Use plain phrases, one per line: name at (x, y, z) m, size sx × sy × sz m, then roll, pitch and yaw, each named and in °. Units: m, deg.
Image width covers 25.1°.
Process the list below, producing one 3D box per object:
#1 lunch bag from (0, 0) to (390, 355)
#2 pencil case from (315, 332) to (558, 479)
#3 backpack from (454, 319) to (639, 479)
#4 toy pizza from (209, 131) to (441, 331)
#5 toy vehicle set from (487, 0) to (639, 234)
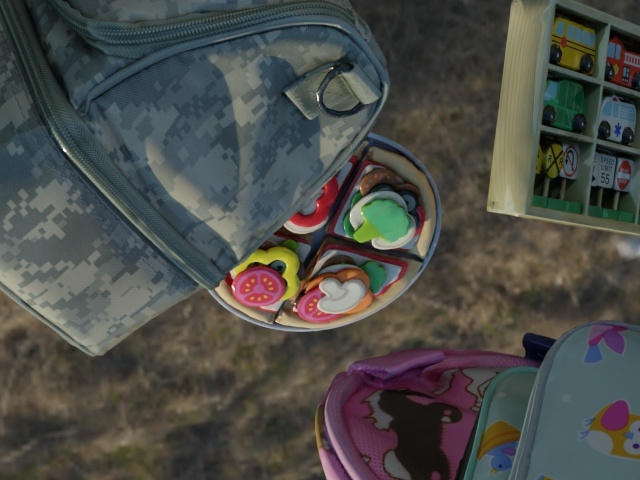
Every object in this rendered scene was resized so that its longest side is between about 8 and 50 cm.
lunch bag at (-0.116, -0.128, 0.869) m, size 0.256 × 0.305 × 0.212 m, roll -31°, pitch 139°, yaw 5°
pencil case at (0.059, 0.231, 0.727) m, size 0.160 × 0.167 × 0.386 m, roll 9°, pitch 125°, yaw 5°
backpack at (0.127, 0.123, 0.440) m, size 0.188 × 0.166 × 0.144 m, roll 18°, pitch 134°, yaw 6°
toy pizza at (0.000, 0.000, 1.133) m, size 0.201 × 0.032 × 0.201 m, roll -6°, pitch 128°, yaw -8°
toy vehicle set at (0.228, -0.091, 1.154) m, size 0.035 × 0.166 × 0.267 m, roll 7°, pitch -179°, yaw 39°
